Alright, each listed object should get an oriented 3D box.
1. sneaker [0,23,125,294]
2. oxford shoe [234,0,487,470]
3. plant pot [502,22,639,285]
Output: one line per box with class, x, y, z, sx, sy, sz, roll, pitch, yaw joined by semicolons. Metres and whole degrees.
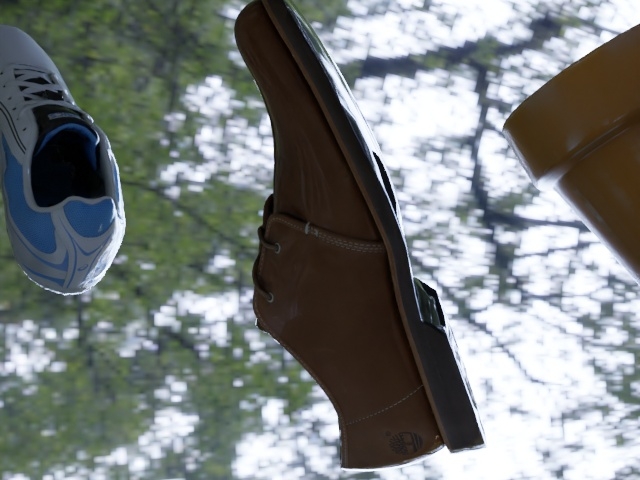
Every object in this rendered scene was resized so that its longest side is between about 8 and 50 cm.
sneaker;-0.176;-0.069;1.184;0.086;0.085;0.237;-59;-140;33
oxford shoe;0.000;0.000;0.743;0.076;0.076;0.212;-18;-80;7
plant pot;0.269;-0.054;1.360;0.205;0.205;0.188;-34;-100;27
